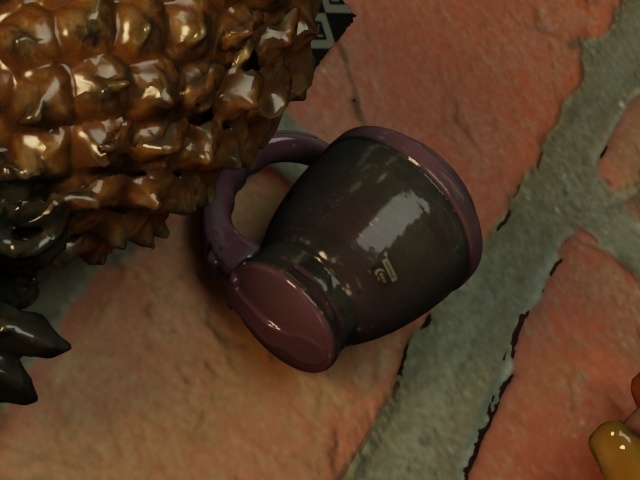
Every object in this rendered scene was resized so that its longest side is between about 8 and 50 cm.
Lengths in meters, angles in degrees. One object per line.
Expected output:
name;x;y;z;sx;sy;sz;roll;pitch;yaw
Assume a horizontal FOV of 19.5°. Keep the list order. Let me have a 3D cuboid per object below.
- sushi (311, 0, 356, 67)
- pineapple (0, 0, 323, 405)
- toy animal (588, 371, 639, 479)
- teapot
sushi;-0.048;-0.152;1.191;0.126;0.026;0.120;48;46;-11
pineapple;-0.159;-0.043;0.950;0.223;0.223;0.357;39;58;-12
toy animal;0.228;0.199;1.105;0.195;0.169;0.281;42;48;-6
teapot;0.006;-0.001;1.094;0.146;0.116;0.148;-42;98;-31
